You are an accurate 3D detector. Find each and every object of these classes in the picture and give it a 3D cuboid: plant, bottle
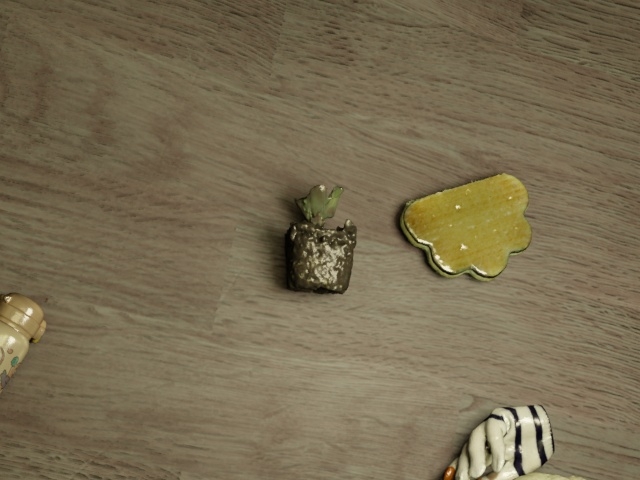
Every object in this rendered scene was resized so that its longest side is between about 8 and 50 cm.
[{"bbox_3d":[0.000,0.000,1.873,0.131,0.142,0.203,0,87,-6],"label":"plant"},{"bbox_3d":[-0.547,0.191,1.700,0.110,0.097,0.209,46,67,-36],"label":"bottle"}]

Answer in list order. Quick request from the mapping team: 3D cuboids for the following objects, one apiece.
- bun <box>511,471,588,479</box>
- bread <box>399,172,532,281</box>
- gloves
[{"bbox_3d":[0.446,0.602,1.789,0.365,0.219,0.365,0,89,-20],"label":"bun"},{"bbox_3d":[0.301,-0.016,1.992,0.287,0.056,0.207,-14,79,-17],"label":"bread"},{"bbox_3d":[0.324,0.391,1.875,0.219,0.140,0.131,-16,53,-4],"label":"gloves"}]
